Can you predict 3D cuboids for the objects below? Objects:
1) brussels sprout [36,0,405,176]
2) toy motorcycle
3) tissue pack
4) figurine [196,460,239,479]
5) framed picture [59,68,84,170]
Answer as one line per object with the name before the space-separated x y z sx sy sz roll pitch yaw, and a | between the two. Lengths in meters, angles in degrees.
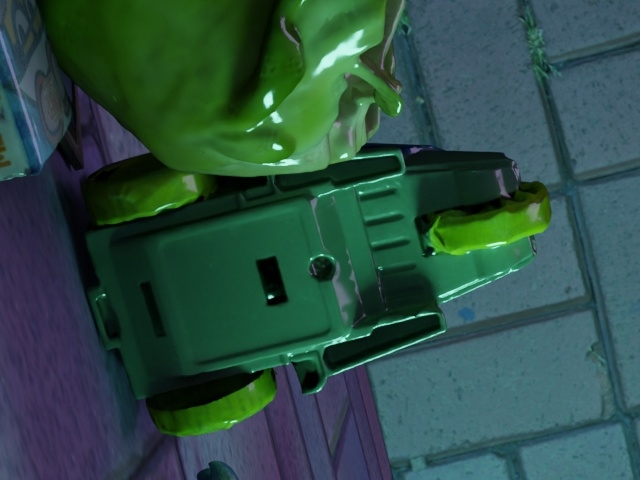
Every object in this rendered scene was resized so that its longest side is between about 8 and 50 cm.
brussels sprout | -0.058 -0.229 0.956 0.276 0.314 0.371 -42 137 -76
toy motorcycle | 0.000 0.000 1.124 0.200 0.326 0.191 -92 168 -76
tissue pack | -0.189 -0.116 0.829 0.115 0.065 0.155 -87 164 -71
figurine | -0.077 0.228 1.156 0.114 0.079 0.114 15 -72 57
framed picture | -0.198 -0.133 1.080 0.149 0.011 0.109 68 10 -56
